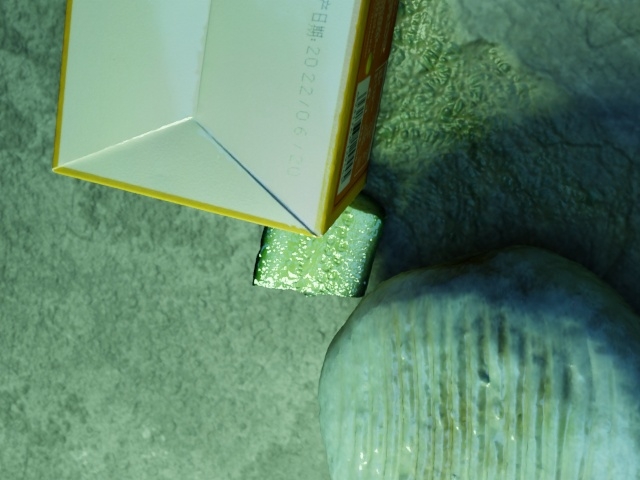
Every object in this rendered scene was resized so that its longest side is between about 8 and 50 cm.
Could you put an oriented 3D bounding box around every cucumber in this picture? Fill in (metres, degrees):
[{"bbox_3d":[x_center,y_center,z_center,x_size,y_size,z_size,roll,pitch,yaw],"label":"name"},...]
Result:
[{"bbox_3d":[0.000,0.000,1.158,0.116,0.062,0.115,14,112,1],"label":"cucumber"}]

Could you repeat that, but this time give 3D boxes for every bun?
[{"bbox_3d":[0.173,0.174,1.074,0.362,0.211,0.362,3,95,30],"label":"bun"}]

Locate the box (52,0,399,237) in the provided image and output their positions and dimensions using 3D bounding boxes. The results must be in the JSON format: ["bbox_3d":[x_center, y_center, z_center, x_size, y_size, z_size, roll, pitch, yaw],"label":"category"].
[{"bbox_3d":[-0.071,-0.188,1.033,0.259,0.214,0.283,14,109,11],"label":"box"}]
